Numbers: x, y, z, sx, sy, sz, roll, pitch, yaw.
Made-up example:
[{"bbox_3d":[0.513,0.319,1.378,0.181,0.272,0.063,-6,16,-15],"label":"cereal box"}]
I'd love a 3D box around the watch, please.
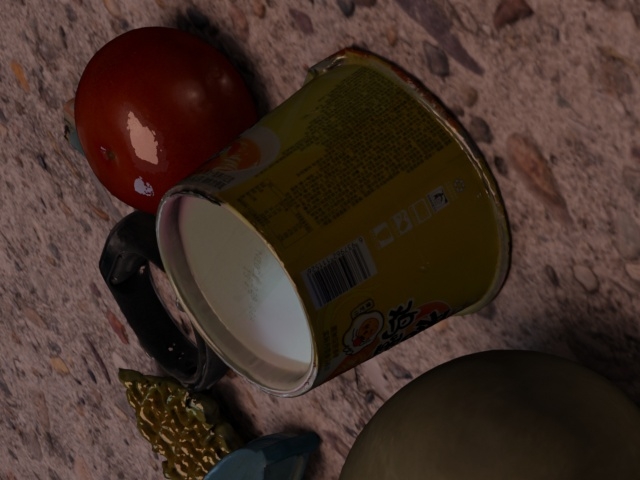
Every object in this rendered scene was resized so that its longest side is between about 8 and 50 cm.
[{"bbox_3d":[-0.162,0.065,1.971,0.193,0.068,0.206,50,154,7],"label":"watch"}]

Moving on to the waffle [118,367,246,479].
[{"bbox_3d":[-0.141,0.244,2.119,0.223,0.054,0.204,13,130,52],"label":"waffle"}]

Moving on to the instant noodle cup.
[{"bbox_3d":[0.000,0.000,1.523,0.264,0.200,0.264,37,146,30],"label":"instant noodle cup"}]

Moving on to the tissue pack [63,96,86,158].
[{"bbox_3d":[-0.215,-0.114,1.867,0.094,0.074,0.058,42,150,31],"label":"tissue pack"}]

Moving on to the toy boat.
[{"bbox_3d":[-0.065,0.275,1.991,0.215,0.102,0.088,-49,54,39],"label":"toy boat"}]

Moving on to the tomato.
[{"bbox_3d":[-0.150,-0.110,1.707,0.195,0.136,0.195,37,144,33],"label":"tomato"}]

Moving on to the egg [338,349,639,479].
[{"bbox_3d":[0.142,0.225,1.469,0.258,0.258,0.352,54,149,6],"label":"egg"}]
